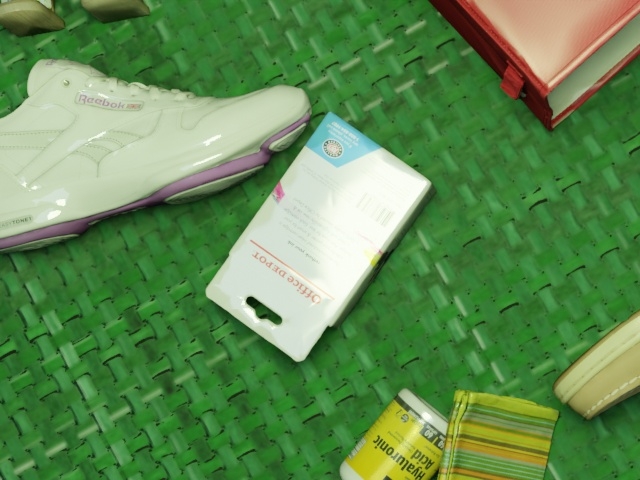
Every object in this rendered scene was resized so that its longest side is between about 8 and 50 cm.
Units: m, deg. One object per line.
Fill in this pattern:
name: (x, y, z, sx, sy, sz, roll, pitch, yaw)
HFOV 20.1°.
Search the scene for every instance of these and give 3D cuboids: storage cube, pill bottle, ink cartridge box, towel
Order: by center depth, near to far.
storage cube: (0.186, -0.229, 1.415, 0.215, 0.183, 0.193, -42, 80, 3)
towel: (0.130, 0.241, 1.437, 0.102, 0.021, 0.237, 13, 86, -31)
pill bottle: (0.056, 0.182, 1.456, 0.065, 0.065, 0.116, 39, 91, 8)
ink cartridge box: (0.000, 0.000, 1.479, 0.104, 0.061, 0.181, 36, 90, 9)

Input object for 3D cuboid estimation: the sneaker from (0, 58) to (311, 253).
sneaker: (-0.162, -0.094, 1.480, 0.305, 0.114, 0.152, -16, 85, 5)

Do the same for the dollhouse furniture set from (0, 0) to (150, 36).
dollhouse furniture set: (-0.180, -0.301, 1.476, 0.242, 0.161, 0.212, -10, 84, 6)

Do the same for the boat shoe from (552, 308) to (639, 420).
boat shoe: (0.345, 0.063, 1.402, 0.341, 0.121, 0.110, -29, 82, 3)
